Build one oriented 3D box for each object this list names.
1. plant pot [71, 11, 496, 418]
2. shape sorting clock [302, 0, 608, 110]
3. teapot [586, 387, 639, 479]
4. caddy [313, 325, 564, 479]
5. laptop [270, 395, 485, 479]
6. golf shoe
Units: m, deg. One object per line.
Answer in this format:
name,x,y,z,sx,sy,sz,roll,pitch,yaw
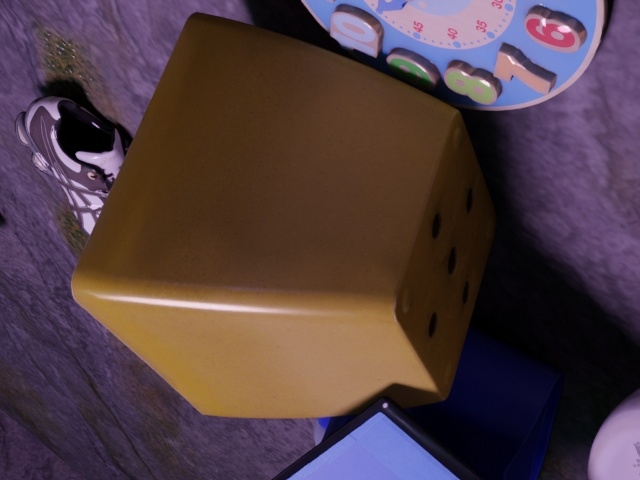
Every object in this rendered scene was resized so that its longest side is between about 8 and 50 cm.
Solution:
plant pot,0.000,0.000,0.727,0.187,0.212,0.212,8,154,25
shape sorting clock,0.058,-0.148,0.611,0.206,0.040,0.206,30,153,17
teapot,0.299,0.177,0.683,0.256,0.187,0.253,48,149,49
caddy,0.073,0.199,0.926,0.179,0.241,0.341,23,150,19
laptop,0.030,0.275,0.732,0.234,0.264,0.136,41,168,-5
golf shoe,-0.205,-0.055,1.053,0.198,0.077,0.094,47,152,-19
